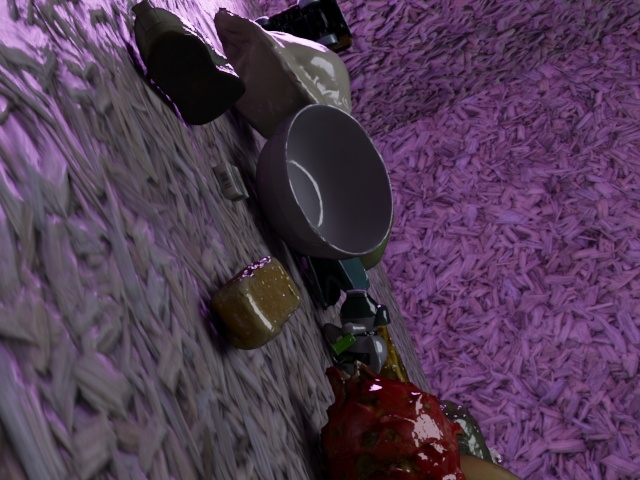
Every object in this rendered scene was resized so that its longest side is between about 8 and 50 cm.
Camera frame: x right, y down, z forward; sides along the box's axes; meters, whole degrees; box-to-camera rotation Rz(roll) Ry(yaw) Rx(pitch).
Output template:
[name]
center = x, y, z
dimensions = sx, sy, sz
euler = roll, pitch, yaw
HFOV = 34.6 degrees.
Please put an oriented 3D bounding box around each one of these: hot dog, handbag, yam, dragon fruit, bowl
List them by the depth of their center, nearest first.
[hot dog]
center = -0.083, 0.077, 1.248
dimensions = 0.084, 0.073, 0.242
euler = 62, 9, -4
[dragon fruit]
center = 0.092, 0.286, 1.418
dimensions = 0.268, 0.210, 0.205
euler = 62, -12, 18
[bowl]
center = -0.012, -0.091, 1.866
dimensions = 0.287, 0.144, 0.286
euler = 25, 55, -41
[yam]
center = 0.255, 0.471, 2.052
dimensions = 0.195, 0.195, 0.300
euler = -55, 121, -83
[handbag]
center = -0.003, 0.004, 2.098
dimensions = 0.274, 0.100, 0.269
euler = 65, 10, -1

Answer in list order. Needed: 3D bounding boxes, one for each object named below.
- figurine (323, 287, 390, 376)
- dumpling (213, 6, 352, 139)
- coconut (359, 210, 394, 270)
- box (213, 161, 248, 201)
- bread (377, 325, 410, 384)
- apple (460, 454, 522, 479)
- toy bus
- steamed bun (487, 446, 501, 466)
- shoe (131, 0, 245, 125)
[figurine]
center = 0.073, 0.188, 1.933
dimensions = 0.147, 0.126, 0.192
euler = -149, -128, -85
[dumpling]
center = -0.096, -0.346, 2.050
dimensions = 0.315, 0.233, 0.395
euler = 55, -10, -32
[coconut]
center = 0.063, -0.045, 2.338
dimensions = 0.204, 0.236, 0.235
euler = -50, -126, 50
[box]
center = -0.140, -0.091, 1.615
dimensions = 0.054, 0.024, 0.083
euler = 65, 6, 5
[bread]
center = 0.135, 0.284, 2.207
dimensions = 0.222, 0.096, 0.181
euler = -105, 172, -56
[apple]
center = 0.261, 0.502, 1.787
dimensions = 0.262, 0.262, 0.262
euler = -24, 90, -84
[toy bus]
center = -0.072, -0.472, 2.440
dimensions = 0.167, 0.275, 0.138
euler = 19, 46, -86
[steamed bun]
center = 0.313, 0.575, 2.257
dimensions = 0.170, 0.200, 0.225
euler = 21, 27, -18
[shoe]
center = -0.189, -0.252, 1.474
dimensions = 0.098, 0.103, 0.275
euler = 56, 2, 21
